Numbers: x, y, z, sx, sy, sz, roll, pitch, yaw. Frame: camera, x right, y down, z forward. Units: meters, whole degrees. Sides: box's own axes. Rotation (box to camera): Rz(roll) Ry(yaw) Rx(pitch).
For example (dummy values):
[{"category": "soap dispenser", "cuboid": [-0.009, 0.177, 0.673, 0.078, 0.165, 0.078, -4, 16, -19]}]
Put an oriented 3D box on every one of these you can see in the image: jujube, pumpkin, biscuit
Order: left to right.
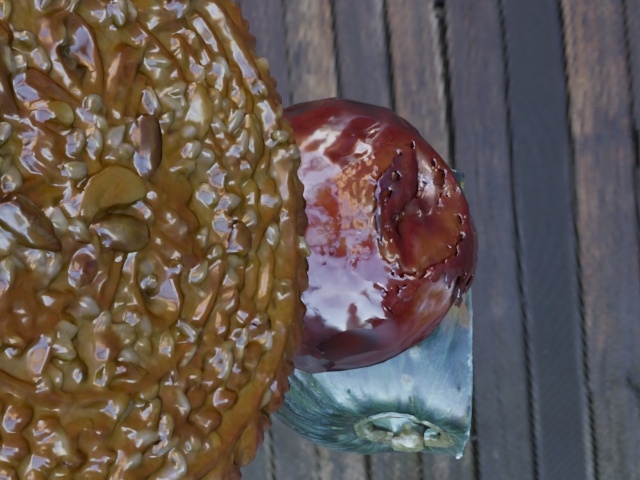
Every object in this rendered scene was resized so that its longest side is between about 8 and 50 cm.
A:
[{"category": "biscuit", "cuboid": [-0.102, -0.019, 0.475, 0.038, 0.305, 0.305, -10, 88, 39]}, {"category": "jujube", "cuboid": [0.000, 0.000, 0.831, 0.243, 0.183, 0.183, -18, 83, 62]}, {"category": "pumpkin", "cuboid": [0.033, 0.060, 1.100, 0.197, 0.293, 0.263, 3, 71, 2]}]
